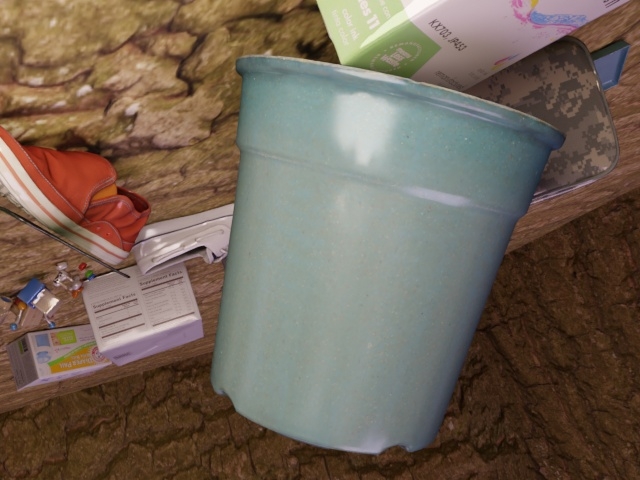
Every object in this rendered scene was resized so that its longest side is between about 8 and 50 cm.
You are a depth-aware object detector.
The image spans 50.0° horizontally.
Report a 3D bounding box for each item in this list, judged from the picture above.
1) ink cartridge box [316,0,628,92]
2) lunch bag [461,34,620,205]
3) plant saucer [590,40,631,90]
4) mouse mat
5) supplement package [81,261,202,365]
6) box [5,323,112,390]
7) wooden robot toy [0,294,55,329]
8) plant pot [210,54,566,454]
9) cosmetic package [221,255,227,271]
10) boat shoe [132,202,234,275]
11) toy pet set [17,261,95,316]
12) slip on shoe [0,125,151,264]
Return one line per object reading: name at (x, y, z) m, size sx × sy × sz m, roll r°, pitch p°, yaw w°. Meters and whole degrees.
ink cartridge box at (0.188, -0.259, 0.580) m, size 0.353 × 0.119 × 0.207 m, roll -26°, pitch 166°, yaw 27°
lunch bag at (0.248, -0.146, 1.001) m, size 0.305 × 0.213 × 0.256 m, roll -20°, pitch -176°, yaw 7°
plant saucer at (0.475, -0.285, 1.155) m, size 0.067 × 0.018 × 0.192 m, roll -23°, pitch 166°, yaw 14°
mouse mat at (-0.311, -0.012, 0.764) m, size 0.189 × 0.007 × 0.152 m, roll 20°, pitch 167°, yaw 42°
supplement package at (-0.363, 0.150, 1.433) m, size 0.204 × 0.145 × 0.262 m, roll -17°, pitch 167°, yaw -13°
box at (-0.623, 0.276, 1.649) m, size 0.103 × 0.114 × 0.203 m, roll -27°, pitch 167°, yaw 33°
wooden robot toy at (-0.533, 0.110, 1.246) m, size 0.079 × 0.076 × 0.173 m, roll -58°, pitch 159°, yaw 8°
plant pot at (0.042, 0.017, 0.727) m, size 0.341 × 0.334 × 0.341 m, roll 13°, pitch -173°, yaw -2°
cosmetic package at (-0.100, 0.085, 1.375) m, size 0.138 × 0.224 × 0.225 m, roll -17°, pitch 167°, yaw -15°
boat shoe at (-0.194, -0.001, 1.186) m, size 0.258 × 0.084 × 0.095 m, roll -16°, pitch 167°, yaw -16°
toy pet set at (-0.466, 0.075, 1.208) m, size 0.114 × 0.065 × 0.122 m, roll -53°, pitch -179°, yaw -18°
slip on shoe at (-0.287, -0.063, 0.771) m, size 0.101 × 0.123 × 0.331 m, roll -54°, pitch 163°, yaw -7°
